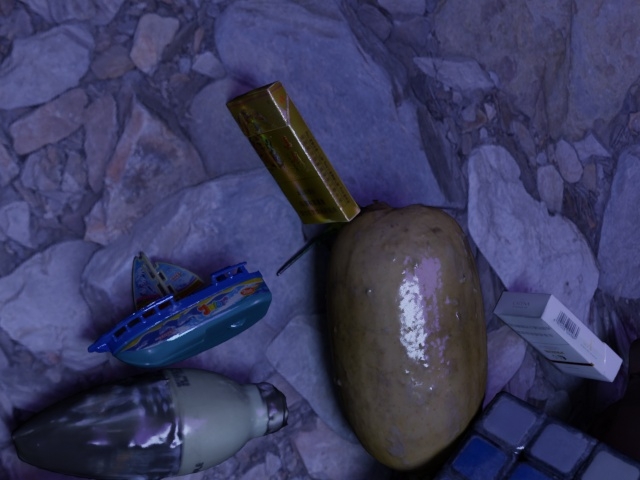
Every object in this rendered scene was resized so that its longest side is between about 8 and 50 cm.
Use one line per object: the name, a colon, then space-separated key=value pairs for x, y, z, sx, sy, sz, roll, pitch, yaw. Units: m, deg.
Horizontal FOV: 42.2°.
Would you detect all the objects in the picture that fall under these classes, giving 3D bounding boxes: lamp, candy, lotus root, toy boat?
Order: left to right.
lamp: x=-0.148 y=0.168 z=0.754 sx=0.250 sy=0.101 sz=0.101 roll=-5 pitch=92 yaw=-25
toy boat: x=-0.143 y=0.057 z=0.781 sx=0.175 sy=0.091 sz=0.110 roll=-25 pitch=68 yaw=-28
candy: x=0.000 y=0.000 z=0.893 sx=0.123 sy=0.035 sz=0.035 roll=-37 pitch=104 yaw=-19
lotus root: x=0.098 y=0.125 z=0.876 sx=0.169 sy=0.151 sz=0.343 roll=-14 pitch=100 yaw=-34

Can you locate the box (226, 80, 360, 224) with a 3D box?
box: x=-0.028 y=-0.084 z=0.840 sx=0.022 sy=0.089 sz=0.156 roll=-44 pitch=112 yaw=-28

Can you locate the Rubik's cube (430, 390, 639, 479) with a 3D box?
Rubik's cube: x=0.231 y=0.382 z=0.823 sx=0.293 sy=0.287 sz=0.292 roll=-44 pitch=141 yaw=-26

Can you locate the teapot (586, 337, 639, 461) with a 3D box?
teapot: x=0.454 y=0.289 z=1.051 sx=0.312 sy=0.233 sz=0.315 roll=53 pitch=40 yaw=-26

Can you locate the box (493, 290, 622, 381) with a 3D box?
box: x=0.298 y=0.121 z=1.041 sx=0.154 sy=0.084 sz=0.040 roll=39 pitch=68 yaw=-25
